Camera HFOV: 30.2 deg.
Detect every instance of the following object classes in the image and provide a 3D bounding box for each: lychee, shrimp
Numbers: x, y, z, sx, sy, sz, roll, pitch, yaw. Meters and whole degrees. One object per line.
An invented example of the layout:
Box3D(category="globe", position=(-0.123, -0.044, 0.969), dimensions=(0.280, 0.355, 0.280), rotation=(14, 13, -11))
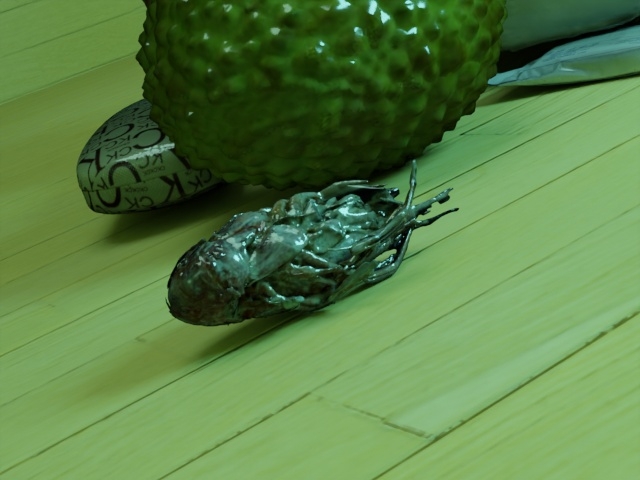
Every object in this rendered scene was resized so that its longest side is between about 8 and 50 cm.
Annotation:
Box3D(category="lychee", position=(0.009, -0.171, 0.918), dimensions=(0.320, 0.270, 0.270), rotation=(-54, 22, -6))
Box3D(category="shrimp", position=(0.000, 0.001, 0.671), dimensions=(0.190, 0.074, 0.073), rotation=(-14, -20, -22))

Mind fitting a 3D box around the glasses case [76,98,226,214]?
Box3D(category="glasses case", position=(-0.142, -0.093, 1.129), dimensions=(0.137, 0.085, 0.354), rotation=(-15, 14, 3))

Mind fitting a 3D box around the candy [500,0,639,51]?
Box3D(category="candy", position=(0.283, -0.301, 1.173), dimensions=(0.427, 0.186, 0.386), rotation=(-3, 14, 35))

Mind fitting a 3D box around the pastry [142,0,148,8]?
Box3D(category="pastry", position=(-0.063, -0.319, 1.347), dimensions=(0.292, 0.405, 0.337), rotation=(-41, -13, -7))

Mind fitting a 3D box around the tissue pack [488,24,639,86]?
Box3D(category="tissue pack", position=(0.251, -0.163, 1.027), dimensions=(0.193, 0.026, 0.122), rotation=(-5, 19, 40))
